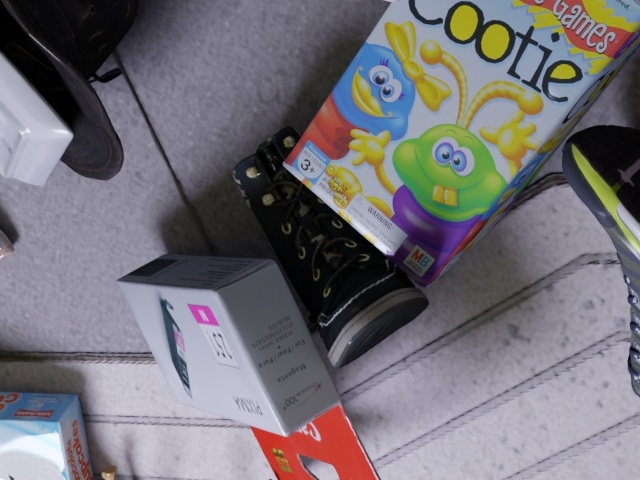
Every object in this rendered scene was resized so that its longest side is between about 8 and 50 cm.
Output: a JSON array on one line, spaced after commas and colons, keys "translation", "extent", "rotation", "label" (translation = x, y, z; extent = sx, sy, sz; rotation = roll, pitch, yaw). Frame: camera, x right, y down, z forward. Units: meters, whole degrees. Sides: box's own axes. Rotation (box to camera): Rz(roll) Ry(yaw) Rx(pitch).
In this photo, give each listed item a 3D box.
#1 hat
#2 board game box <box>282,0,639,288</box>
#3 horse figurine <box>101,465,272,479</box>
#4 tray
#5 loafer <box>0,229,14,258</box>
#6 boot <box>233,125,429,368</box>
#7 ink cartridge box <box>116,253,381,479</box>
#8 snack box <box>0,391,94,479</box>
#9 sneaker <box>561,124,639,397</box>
[{"translation": [-0.226, -0.205, 1.349], "extent": [0.331, 0.134, 0.331], "rotation": [44, 165, 15], "label": "hat"}, {"translation": [0.120, -0.124, 1.191], "extent": [0.142, 0.144, 0.275], "rotation": [41, 128, 8], "label": "board game box"}, {"translation": [-0.122, 0.299, 1.595], "extent": [0.263, 0.066, 0.174], "rotation": [0, 117, 24], "label": "horse figurine"}, {"translation": [-0.274, -0.110, 1.412], "extent": [0.145, 0.030, 0.270], "rotation": [47, 165, -5], "label": "tray"}, {"translation": [-0.333, 0.031, 1.614], "extent": [0.039, 0.045, 0.125], "rotation": [43, 125, -2], "label": "loafer"}, {"translation": [-0.001, 0.001, 1.296], "extent": [0.085, 0.236, 0.179], "rotation": [-34, 88, 1], "label": "boot"}, {"translation": [-0.057, 0.128, 1.395], "extent": [0.239, 0.060, 0.275], "rotation": [65, 160, -10], "label": "ink cartridge box"}, {"translation": [-0.380, 0.241, 1.687], "extent": [0.321, 0.060, 0.187], "rotation": [0, 114, 15], "label": "snack box"}, {"translation": [0.256, 0.054, 1.222], "extent": [0.121, 0.111, 0.300], "rotation": [-33, 91, 42], "label": "sneaker"}]
